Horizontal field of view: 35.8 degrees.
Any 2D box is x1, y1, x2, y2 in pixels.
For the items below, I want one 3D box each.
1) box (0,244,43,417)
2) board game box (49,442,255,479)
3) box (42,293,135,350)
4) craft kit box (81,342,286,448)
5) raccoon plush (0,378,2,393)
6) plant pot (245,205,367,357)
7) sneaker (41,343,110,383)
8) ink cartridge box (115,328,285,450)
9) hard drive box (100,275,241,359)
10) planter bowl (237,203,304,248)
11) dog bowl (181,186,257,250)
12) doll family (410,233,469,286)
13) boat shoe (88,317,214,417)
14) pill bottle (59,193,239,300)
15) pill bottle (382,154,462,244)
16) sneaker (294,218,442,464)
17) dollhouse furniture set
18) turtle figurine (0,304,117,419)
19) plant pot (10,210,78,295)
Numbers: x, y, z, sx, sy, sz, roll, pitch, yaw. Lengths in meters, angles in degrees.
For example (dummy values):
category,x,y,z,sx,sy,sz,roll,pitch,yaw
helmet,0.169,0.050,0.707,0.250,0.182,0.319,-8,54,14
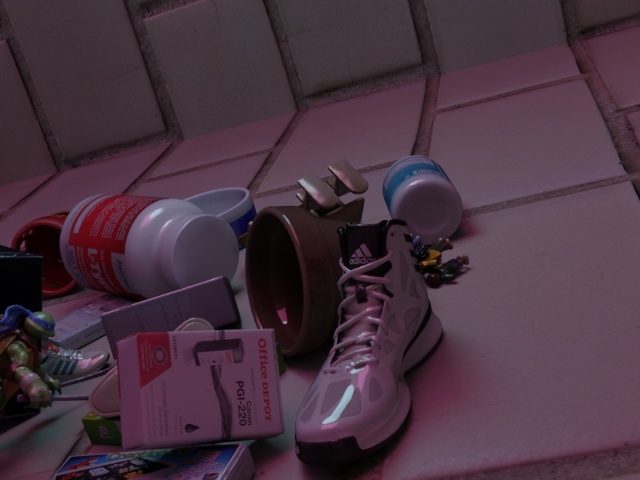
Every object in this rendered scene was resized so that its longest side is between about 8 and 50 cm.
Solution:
category,x,y,z,sx,sy,sz,roll,pitch,yaw
box,-0.654,0.157,1.851,0.183,0.296,0.294,-1,6,-38
board game box,-0.262,0.362,1.360,0.305,0.053,0.193,-9,21,23
box,-0.502,0.178,2.119,0.186,0.038,0.145,-28,20,-32
craft kit box,-0.223,0.252,1.642,0.250,0.061,0.247,-4,20,34
raccoon plush,-0.496,0.323,1.367,0.216,0.299,0.446,-17,-5,-3
plant pot,0.020,0.059,1.731,0.229,0.263,0.263,-7,13,-25
sneaker,-0.488,0.230,1.897,0.161,0.075,0.057,-18,19,-2
ink cartridge box,-0.170,0.211,1.416,0.218,0.158,0.092,2,-16,-32
hard drive box,-0.273,0.144,1.851,0.232,0.089,0.181,-17,-3,-4
planter bowl,-0.070,-0.009,2.151,0.217,0.090,0.217,-27,0,0
dog bowl,-0.283,-0.034,2.425,0.265,0.104,0.265,-16,19,5
doll family,0.182,0.038,1.879,0.111,0.076,0.193,-33,19,-29
boat shoe,-0.270,0.218,1.616,0.233,0.084,0.079,-34,-14,-25
pill bottle,-0.370,0.018,2.154,0.408,0.229,0.229,6,29,46
pill bottle,0.210,-0.096,2.108,0.146,0.146,0.264,-16,18,3
sneaker,0.045,0.119,1.465,0.169,0.257,0.447,-8,21,24
dollhouse furniture set,0.000,0.000,1.962,0.242,0.212,0.161,-27,57,-26
turtle figurine,-0.487,0.272,1.657,0.266,0.275,0.198,-48,34,-3
plant pot,-0.644,0.025,2.458,0.191,0.191,0.174,-13,10,13
